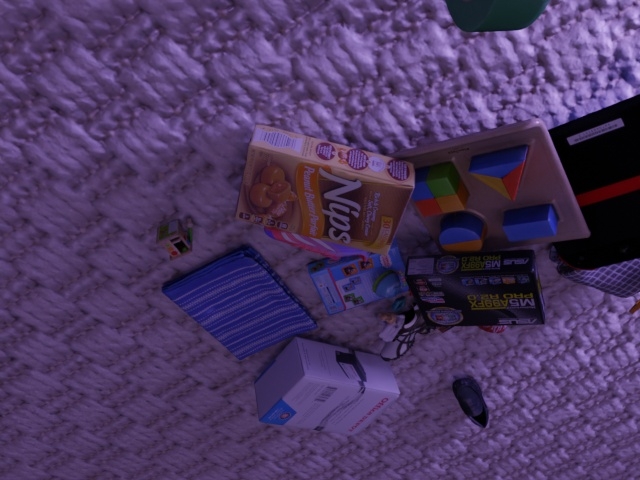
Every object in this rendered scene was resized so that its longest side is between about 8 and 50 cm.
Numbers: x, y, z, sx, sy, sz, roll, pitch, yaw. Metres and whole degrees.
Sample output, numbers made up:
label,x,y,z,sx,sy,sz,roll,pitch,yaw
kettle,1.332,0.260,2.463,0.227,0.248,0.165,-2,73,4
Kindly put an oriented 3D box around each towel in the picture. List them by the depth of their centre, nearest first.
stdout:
label,x,y,z,sx,sy,sz,roll,pitch,yaw
towel,0.708,0.000,1.500,0.235,0.121,0.283,18,127,-25
towel,-0.185,0.161,1.553,0.243,0.040,0.336,-25,131,15

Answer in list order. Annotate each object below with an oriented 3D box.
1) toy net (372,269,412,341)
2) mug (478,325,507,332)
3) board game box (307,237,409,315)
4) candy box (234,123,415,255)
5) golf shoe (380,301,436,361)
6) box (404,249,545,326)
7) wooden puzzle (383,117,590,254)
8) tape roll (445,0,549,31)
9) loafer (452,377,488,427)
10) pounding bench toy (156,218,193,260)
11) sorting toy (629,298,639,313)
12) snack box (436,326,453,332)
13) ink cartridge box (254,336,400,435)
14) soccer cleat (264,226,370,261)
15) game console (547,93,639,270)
label,x,y,z,sx,sy,sz,roll,pitch,yaw
toy net,0.178,0.151,1.556,0.122,0.045,0.232,-29,143,-25
mug,0.448,0.132,1.565,0.151,0.113,0.169,5,122,-18
board game box,0.095,0.087,1.531,0.212,0.039,0.160,-17,133,7
candy box,0.006,-0.095,1.272,0.317,0.087,0.182,14,131,-3
golf shoe,0.208,0.227,1.665,0.094,0.077,0.198,35,112,-21
box,0.343,0.111,1.434,0.270,0.060,0.216,-4,142,22
wooden puzzle,0.330,-0.073,1.306,0.322,0.080,0.348,-10,137,35
tape roll,0.237,-0.447,0.872,0.077,0.321,0.321,-4,133,-5
loafer,0.449,0.478,1.923,0.076,0.078,0.223,-25,131,12
pounding bench toy,-0.291,-0.005,1.372,0.083,0.052,0.065,-22,132,11
sorting toy,0.837,0.059,1.499,0.348,0.047,0.196,-43,161,-10
snack box,0.366,0.173,1.667,0.178,0.022,0.064,-36,126,21
ink cartridge box,0.016,0.391,1.722,0.308,0.129,0.223,18,127,-30
soccer cleat,0.000,0.000,1.401,0.248,0.083,0.095,1,113,-17
game console,0.602,-0.110,1.284,0.387,0.060,0.342,-21,112,39
